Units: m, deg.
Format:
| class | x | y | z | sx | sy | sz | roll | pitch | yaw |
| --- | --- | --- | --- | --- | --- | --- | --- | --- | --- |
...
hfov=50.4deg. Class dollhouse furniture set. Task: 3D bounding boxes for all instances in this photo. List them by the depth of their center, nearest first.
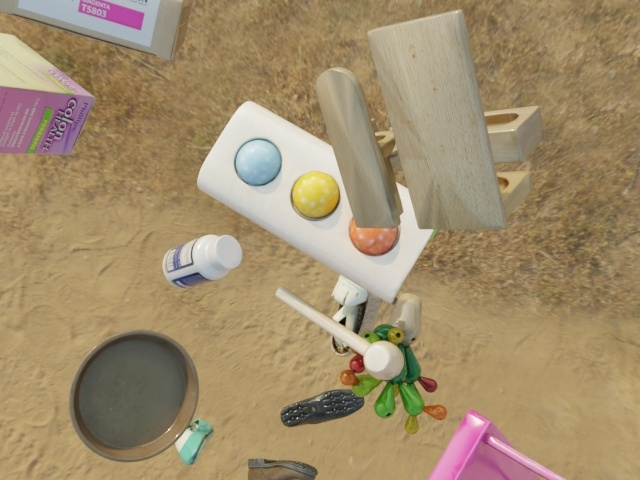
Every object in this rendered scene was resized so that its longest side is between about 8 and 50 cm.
| class | x | y | z | sx | sy | sz | roll | pitch | yaw |
| --- | --- | --- | --- | --- | --- | --- | --- | --- | --- |
| dollhouse furniture set | 0.074 | -0.096 | 0.458 | 0.144 | 0.151 | 0.123 | 1 | 119 | 40 |

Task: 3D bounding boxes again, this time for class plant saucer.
| class | x | y | z | sx | sy | sz | roll | pitch | yaw |
| --- | --- | --- | --- | --- | --- | --- | --- | --- | --- |
| plant saucer | -0.396 | 0.328 | 1.449 | 0.278 | 0.041 | 0.278 | 2 | 87 | -32 |

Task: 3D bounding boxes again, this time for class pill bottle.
| class | x | y | z | sx | sy | sz | roll | pitch | yaw |
| --- | --- | --- | --- | --- | --- | --- | --- | --- | --- |
| pill bottle | -0.242 | 0.041 | 1.405 | 0.169 | 0.094 | 0.094 | -17 | 85 | 41 |

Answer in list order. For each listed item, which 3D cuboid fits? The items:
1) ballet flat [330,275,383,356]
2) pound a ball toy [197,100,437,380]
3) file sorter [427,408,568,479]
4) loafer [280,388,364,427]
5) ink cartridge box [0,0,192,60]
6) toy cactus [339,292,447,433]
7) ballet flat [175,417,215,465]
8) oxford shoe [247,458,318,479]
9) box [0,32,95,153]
| class | x | y | z | sx | sy | sz | roll | pitch | yaw |
| --- | --- | --- | --- | --- | --- | --- | --- | --- | --- |
| ballet flat | 0.075 | 0.138 | 1.485 | 0.107 | 0.106 | 0.316 | 37 | 136 | 39 |
| pound a ball toy | 0.000 | 0.000 | 0.806 | 0.319 | 0.136 | 0.208 | 32 | 88 | 12 |
| file sorter | 0.135 | 0.316 | 0.484 | 0.182 | 0.202 | 0.291 | 25 | 75 | 38 |
| loafer | 0.005 | 0.435 | 1.770 | 0.223 | 0.078 | 0.076 | -14 | 77 | 1 |
| ink cartridge box | -0.310 | -0.345 | 0.979 | 0.234 | 0.193 | 0.088 | 14 | 110 | -13 |
| toy cactus | 0.113 | 0.157 | 0.940 | 0.112 | 0.219 | 0.180 | -8 | 52 | 38 |
| ballet flat | -0.344 | 0.529 | 1.801 | 0.087 | 0.247 | 0.083 | 31 | 88 | 1 |
| oxford shoe | -0.094 | 0.600 | 1.707 | 0.227 | 0.083 | 0.096 | -16 | 60 | 41 |
| box | -0.533 | -0.242 | 1.079 | 0.213 | 0.243 | 0.117 | 36 | 109 | 15 |
